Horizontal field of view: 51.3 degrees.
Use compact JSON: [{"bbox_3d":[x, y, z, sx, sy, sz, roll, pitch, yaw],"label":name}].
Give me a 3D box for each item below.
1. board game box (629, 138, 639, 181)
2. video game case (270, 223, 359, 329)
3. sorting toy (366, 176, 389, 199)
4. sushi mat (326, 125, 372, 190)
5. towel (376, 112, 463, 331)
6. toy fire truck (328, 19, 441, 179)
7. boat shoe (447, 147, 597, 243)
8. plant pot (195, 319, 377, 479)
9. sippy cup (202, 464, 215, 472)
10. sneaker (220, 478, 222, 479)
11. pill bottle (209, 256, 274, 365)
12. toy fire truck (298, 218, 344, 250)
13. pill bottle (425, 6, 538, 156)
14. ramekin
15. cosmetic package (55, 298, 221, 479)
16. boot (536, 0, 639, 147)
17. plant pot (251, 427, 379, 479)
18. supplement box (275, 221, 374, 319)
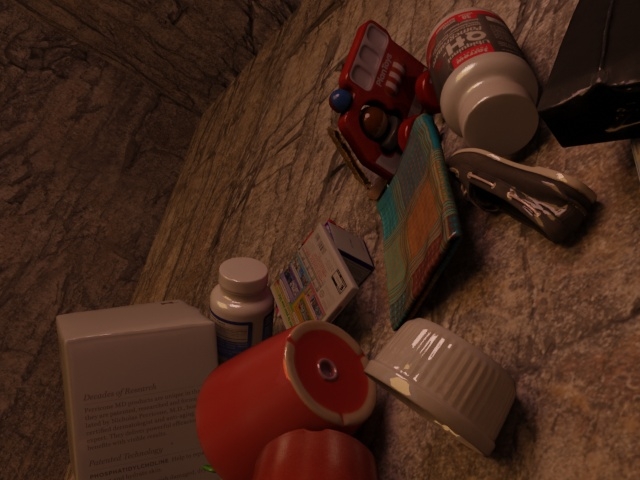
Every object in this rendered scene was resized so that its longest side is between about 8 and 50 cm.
[{"bbox_3d":[0.520,-0.073,0.722,0.318,0.066,0.319,-37,33,42],"label":"board game box"},{"bbox_3d":[-0.018,0.099,1.379,0.193,0.023,0.212,-51,38,20],"label":"video game case"},{"bbox_3d":[0.143,-0.120,1.566,0.062,0.012,0.083,-56,21,-1],"label":"sorting toy"},{"bbox_3d":[0.063,-0.198,1.556,0.019,0.151,0.316,-32,10,4],"label":"sushi mat"},{"bbox_3d":[0.178,-0.043,1.284,0.370,0.040,0.271,-90,17,-48],"label":"towel"},{"bbox_3d":[0.139,-0.302,1.479,0.169,0.254,0.302,-11,54,60],"label":"toy fire truck"},{"bbox_3d":[0.299,-0.078,1.102,0.095,0.112,0.335,-56,28,-2],"label":"boat shoe"},{"bbox_3d":[-0.049,0.281,1.175,0.243,0.275,0.275,-44,29,37],"label":"plant pot"},{"bbox_3d":[-0.252,0.606,1.277,0.240,0.224,0.305,-45,28,30],"label":"sippy cup"},{"bbox_3d":[-0.093,0.505,1.227,0.126,0.127,0.321,-40,56,40],"label":"sneaker"},{"bbox_3d":[-0.186,0.182,1.569,0.152,0.152,0.272,-111,24,-60],"label":"pill bottle"},{"bbox_3d":[0.000,0.000,1.614,0.135,0.047,0.192,-54,8,12],"label":"toy fire truck"},{"bbox_3d":[0.304,-0.296,1.251,0.176,0.176,0.318,-45,29,30],"label":"pill bottle"},{"bbox_3d":[0.174,0.199,0.938,0.109,0.207,0.207,-55,23,-9],"label":"ramekin"},{"bbox_3d":[-0.432,0.372,1.581,0.329,0.327,0.394,-171,76,-65],"label":"cosmetic package"},{"bbox_3d":[0.500,-0.352,0.888,0.367,0.146,0.445,-24,33,55],"label":"boot"},{"bbox_3d":[-0.012,0.442,0.978,0.272,0.272,0.265,-48,19,26],"label":"plant pot"},{"bbox_3d":[0.003,0.086,1.492,0.220,0.114,0.111,-52,27,21],"label":"supplement box"}]
